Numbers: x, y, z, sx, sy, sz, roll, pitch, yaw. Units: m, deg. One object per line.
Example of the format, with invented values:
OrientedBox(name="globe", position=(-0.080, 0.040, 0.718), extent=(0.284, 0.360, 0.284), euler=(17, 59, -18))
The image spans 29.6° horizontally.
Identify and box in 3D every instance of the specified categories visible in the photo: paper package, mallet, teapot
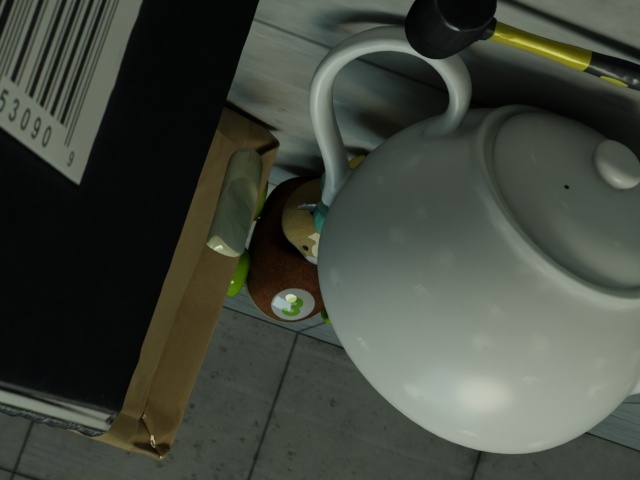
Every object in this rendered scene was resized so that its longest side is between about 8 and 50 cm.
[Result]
OrientedBox(name="paper package", position=(-0.237, 0.004, 1.109), extent=(0.325, 0.309, 0.168), euler=(8, 163, 44))
OrientedBox(name="mallet", position=(0.136, -0.100, 0.673), extent=(0.190, 0.039, 0.062), euler=(17, 171, -17))
OrientedBox(name="teapot", position=(0.131, -0.001, 0.789), extent=(0.256, 0.252, 0.187), euler=(2, 143, -35))

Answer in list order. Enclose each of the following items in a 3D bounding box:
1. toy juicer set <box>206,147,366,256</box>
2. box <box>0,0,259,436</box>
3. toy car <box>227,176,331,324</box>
OrientedBox(name="toy juicer set", position=(0.046, -0.033, 0.980), extent=(0.329, 0.089, 0.209), euler=(15, -156, -27))
OrientedBox(name="box", position=(-0.307, -0.153, 0.421), extent=(0.472, 0.297, 0.480), euler=(15, 170, 12))
OrientedBox(name="toy car", position=(0.000, 0.000, 1.150), extent=(0.155, 0.148, 0.188), euler=(17, 167, -19))
